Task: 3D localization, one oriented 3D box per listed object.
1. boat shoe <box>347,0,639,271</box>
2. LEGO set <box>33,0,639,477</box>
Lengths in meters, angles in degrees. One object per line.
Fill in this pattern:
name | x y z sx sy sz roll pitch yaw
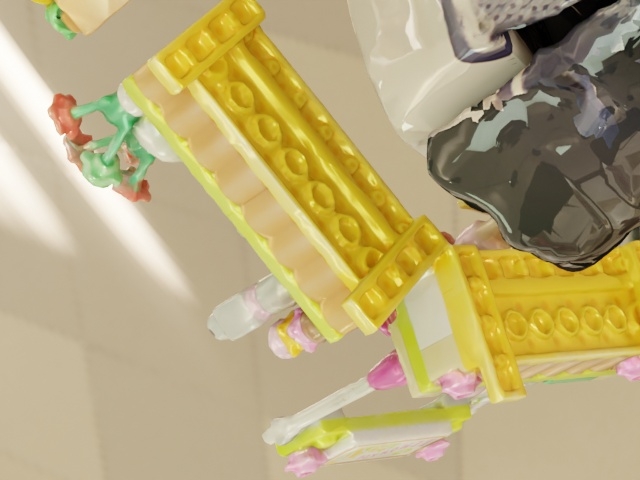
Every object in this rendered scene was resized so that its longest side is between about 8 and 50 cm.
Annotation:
boat shoe | 0.073 -0.160 0.561 0.158 0.340 0.127 -34 140 22
LEGO set | 0.000 0.000 0.582 0.287 0.132 0.107 23 142 -32
